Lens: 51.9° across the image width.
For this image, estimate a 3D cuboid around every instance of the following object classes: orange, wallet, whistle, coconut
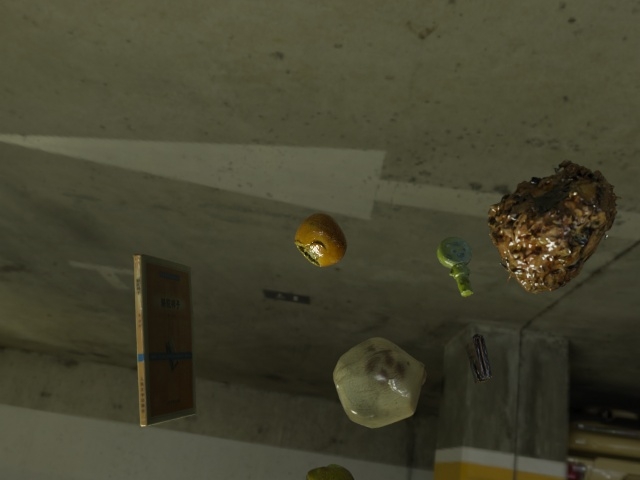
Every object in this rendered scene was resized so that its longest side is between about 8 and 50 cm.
[{"bbox_3d":[0.000,0.000,1.830,0.134,0.155,0.155,-30,154,3],"label":"orange"},{"bbox_3d":[0.443,0.337,1.853,0.042,0.124,0.230,-10,163,2],"label":"wallet"},{"bbox_3d":[0.411,0.079,1.957,0.104,0.198,0.057,-7,149,-6],"label":"whistle"},{"bbox_3d":[0.149,0.342,1.603,0.224,0.224,0.224,8,160,3],"label":"coconut"}]

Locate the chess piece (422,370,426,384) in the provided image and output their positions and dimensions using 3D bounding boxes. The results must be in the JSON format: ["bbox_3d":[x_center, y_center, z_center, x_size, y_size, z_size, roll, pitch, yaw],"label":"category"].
[{"bbox_3d":[0.260,0.385,1.876,0.083,0.084,0.038,1,128,21],"label":"chess piece"}]

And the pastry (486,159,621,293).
[{"bbox_3d":[0.413,-0.033,1.199,0.193,0.275,0.275,36,172,26],"label":"pastry"}]

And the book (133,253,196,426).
[{"bbox_3d":[-0.233,0.149,0.999,0.018,0.242,0.170,-7,170,12],"label":"book"}]

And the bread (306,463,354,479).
[{"bbox_3d":[0.059,0.784,1.757,0.112,0.384,0.166,-31,136,22],"label":"bread"}]
